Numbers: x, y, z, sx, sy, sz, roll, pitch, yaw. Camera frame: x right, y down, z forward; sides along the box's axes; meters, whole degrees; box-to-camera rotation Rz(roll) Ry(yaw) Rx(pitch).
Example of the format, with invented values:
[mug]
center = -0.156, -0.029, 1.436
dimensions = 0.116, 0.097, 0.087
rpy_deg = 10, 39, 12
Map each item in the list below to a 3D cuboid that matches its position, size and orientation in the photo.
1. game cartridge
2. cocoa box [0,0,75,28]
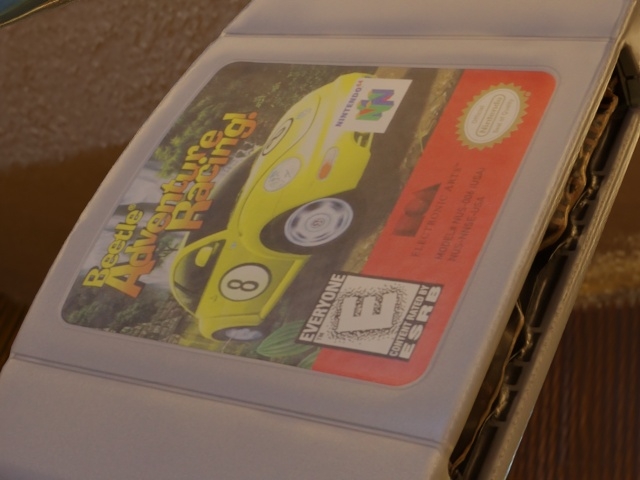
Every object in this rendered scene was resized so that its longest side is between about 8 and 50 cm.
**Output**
[game cartridge]
center = 0.000, 0.000, 0.476
dimensions = 0.196, 0.294, 0.060
rpy_deg = 3, -38, 35
[cocoa box]
center = -0.147, -0.310, 0.908
dimensions = 0.231, 0.347, 0.228
rpy_deg = -19, -78, 27
